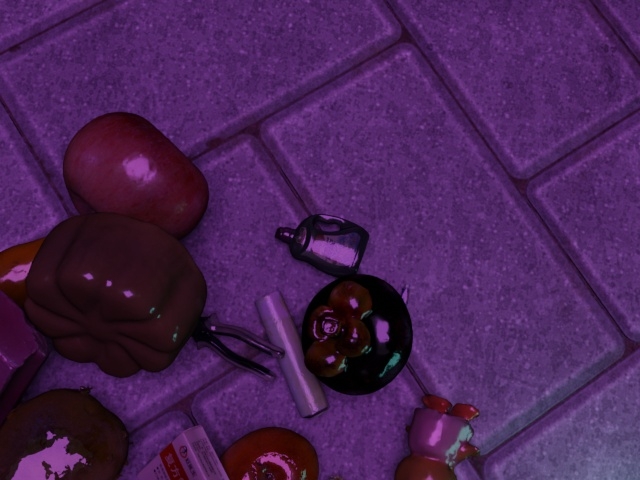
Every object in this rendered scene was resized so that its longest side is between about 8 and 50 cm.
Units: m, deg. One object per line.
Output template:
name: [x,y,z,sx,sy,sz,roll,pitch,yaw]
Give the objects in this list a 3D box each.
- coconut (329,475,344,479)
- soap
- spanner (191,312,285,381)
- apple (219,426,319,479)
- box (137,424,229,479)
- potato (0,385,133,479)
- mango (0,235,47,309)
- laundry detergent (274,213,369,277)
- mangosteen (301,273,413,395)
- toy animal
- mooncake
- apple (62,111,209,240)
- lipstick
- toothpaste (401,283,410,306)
coconut: [0.009,0.620,1.636,0.158,0.055,0.133,-26,82,-8]
soap: [-0.740,0.276,1.526,0.233,0.128,0.359,42,118,6]
spanner: [-0.238,0.227,1.692,0.325,0.040,0.095,23,103,12]
apple: [-0.117,0.520,1.590,0.235,0.173,0.210,-43,84,-13]
box: [-0.247,0.598,1.521,0.214,0.069,0.353,-46,68,32]
potato: [-0.590,0.476,1.520,0.270,0.219,0.359,42,65,14]
mango: [-0.688,0.071,1.677,0.253,0.113,0.138,-41,85,-13]
laundry detergent: [0.000,0.000,1.766,0.222,0.078,0.144,20,75,3]
mangosteen: [0.069,0.205,1.609,0.275,0.302,0.275,-6,75,22]
toy animal: [0.256,0.496,1.630,0.195,0.169,0.281,8,79,41]
mooncake: [-0.442,0.131,1.545,0.378,0.378,0.200,21,44,1]
apple: [-0.431,-0.125,1.641,0.345,0.345,0.269,45,85,6]
lipstick: [-0.068,0.271,1.700,0.076,0.076,0.304,-23,80,-9]
toothpaste: [0.206,0.148,1.776,0.027,0.019,0.083,20,76,-24]
